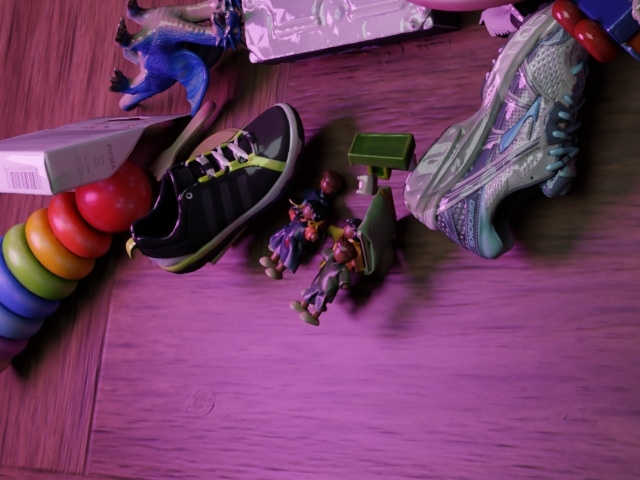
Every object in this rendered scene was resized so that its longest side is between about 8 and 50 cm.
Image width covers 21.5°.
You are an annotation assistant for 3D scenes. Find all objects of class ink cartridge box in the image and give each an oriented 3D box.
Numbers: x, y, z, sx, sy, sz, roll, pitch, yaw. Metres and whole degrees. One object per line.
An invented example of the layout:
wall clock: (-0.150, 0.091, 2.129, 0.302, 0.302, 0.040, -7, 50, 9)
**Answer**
ink cartridge box: (-0.284, -0.101, 1.951, 0.181, 0.224, 0.056, 3, 104, 43)

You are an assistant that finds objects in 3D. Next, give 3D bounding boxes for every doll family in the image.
doll family: (0.000, 0.000, 1.735, 0.111, 0.076, 0.193, -60, 44, 19)

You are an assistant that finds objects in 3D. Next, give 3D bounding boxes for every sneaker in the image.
sneaker: (0.206, -0.106, 1.572, 0.122, 0.110, 0.283, 42, 110, 23)
sneaker: (-0.113, -0.056, 1.786, 0.235, 0.097, 0.084, -49, 45, 12)
sneaker: (0.188, -0.211, 1.639, 0.044, 0.040, 0.109, -67, 24, 17)

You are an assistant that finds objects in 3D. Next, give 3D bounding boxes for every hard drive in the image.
hard drive: (0.013, -0.366, 1.759, 0.237, 0.064, 0.339, -6, 90, 35)

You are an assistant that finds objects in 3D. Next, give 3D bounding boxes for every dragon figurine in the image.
dragon figurine: (-0.158, -0.200, 1.903, 0.289, 0.144, 0.085, 108, 176, -54)

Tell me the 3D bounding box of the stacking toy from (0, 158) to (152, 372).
stacking toy: (-0.328, 0.016, 2.009, 0.330, 0.141, 0.141, -41, 53, 20)

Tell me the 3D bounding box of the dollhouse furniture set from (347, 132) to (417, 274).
dollhouse furniture set: (0.070, -0.040, 1.645, 0.058, 0.152, 0.076, 5, 45, 18)

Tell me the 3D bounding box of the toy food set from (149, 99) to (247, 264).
toy food set: (-0.111, -0.063, 1.889, 0.132, 0.038, 0.192, -48, 45, 13)

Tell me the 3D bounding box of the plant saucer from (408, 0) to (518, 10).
plant saucer: (0.176, -0.350, 1.568, 0.332, 0.084, 0.332, -15, 60, 26)

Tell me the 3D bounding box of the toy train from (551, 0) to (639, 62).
toy train: (0.292, -0.158, 1.390, 0.105, 0.143, 0.248, -44, 17, 10)
